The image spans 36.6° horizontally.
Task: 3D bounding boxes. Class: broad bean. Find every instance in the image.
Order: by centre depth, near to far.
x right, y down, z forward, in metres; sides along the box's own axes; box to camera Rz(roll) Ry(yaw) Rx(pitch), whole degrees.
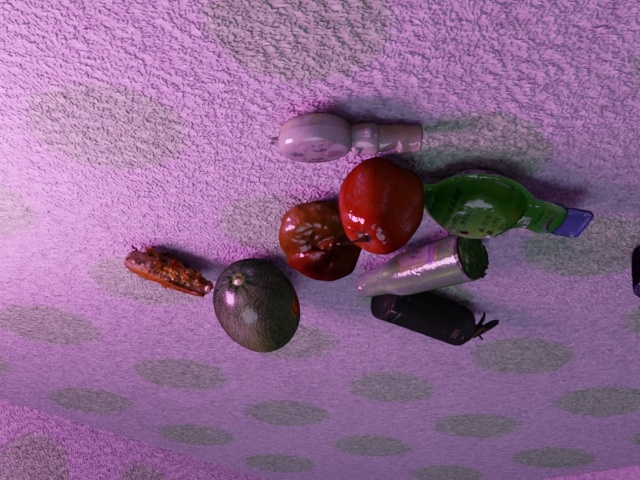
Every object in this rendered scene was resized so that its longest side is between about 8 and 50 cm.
[{"bbox_3d":[0.002,0.003,1.878,0.156,0.122,0.228,-1,156,14],"label":"broad bean"}]

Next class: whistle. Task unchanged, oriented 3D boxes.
[{"bbox_3d":[0.041,-0.172,1.602,0.258,0.067,0.126,0,166,-2],"label":"whistle"}]

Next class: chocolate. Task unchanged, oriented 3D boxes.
[{"bbox_3d":[0.198,0.063,2.000,0.291,0.110,0.110,-18,145,40],"label":"chocolate"}]

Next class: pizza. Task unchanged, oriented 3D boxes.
[{"bbox_3d":[-0.342,0.061,2.098,0.226,0.069,0.147,27,166,-31],"label":"pizza"}]

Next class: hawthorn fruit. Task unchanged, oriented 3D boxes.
[{"bbox_3d":[0.098,-0.039,1.688,0.163,0.203,0.162,14,147,10],"label":"hawthorn fruit"}]

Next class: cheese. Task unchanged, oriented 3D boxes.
[{"bbox_3d":[0.332,-0.056,1.764,0.321,0.083,0.204,9,150,-5],"label":"cheese"}]

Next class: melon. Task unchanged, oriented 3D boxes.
[{"bbox_3d":[-0.139,0.138,2.090,0.182,0.182,0.287,-2,153,11],"label":"melon"}]

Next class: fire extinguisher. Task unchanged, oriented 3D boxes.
[{"bbox_3d":[0.265,0.171,2.201,0.311,0.095,0.114,23,116,-31],"label":"fire extinguisher"}]

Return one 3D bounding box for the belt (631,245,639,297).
[{"bbox_3d":[0.731,0.088,1.943,0.218,0.128,0.122,9,153,-8],"label":"belt"}]
